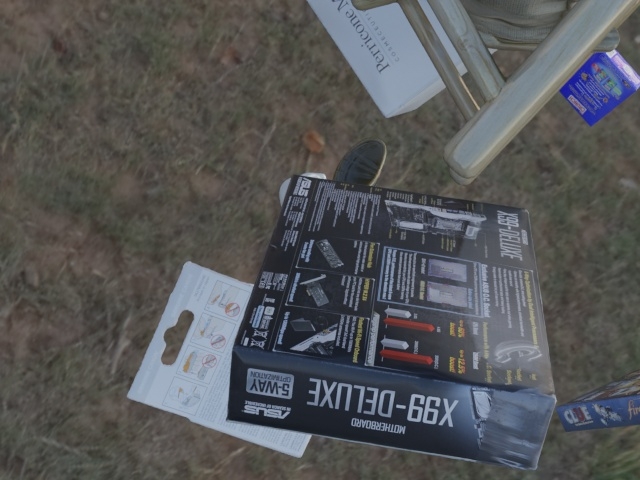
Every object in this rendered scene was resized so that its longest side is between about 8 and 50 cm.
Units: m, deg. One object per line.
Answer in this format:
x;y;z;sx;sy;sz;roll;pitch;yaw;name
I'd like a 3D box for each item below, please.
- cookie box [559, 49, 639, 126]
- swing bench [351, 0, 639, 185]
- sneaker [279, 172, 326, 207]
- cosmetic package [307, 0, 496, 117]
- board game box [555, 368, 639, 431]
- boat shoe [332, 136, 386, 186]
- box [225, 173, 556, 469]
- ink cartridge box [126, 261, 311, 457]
0.456;-0.256;1.548;0.092;0.107;0.040;49;48;2;cookie box
0.146;-0.159;0.502;0.254;0.253;0.165;-30;87;8;swing bench
0.000;0.000;1.445;0.094;0.080;0.212;-24;114;-49;sneaker
0.068;-0.331;0.727;0.377;0.284;0.097;57;24;2;cosmetic package
0.463;0.213;1.320;0.165;0.243;0.042;-19;82;-21;board game box
0.040;-0.062;1.227;0.056;0.049;0.152;28;82;20;boat shoe
0.067;0.053;0.830;0.242;0.076;0.307;9;30;2;box
-0.089;0.136;1.108;0.224;0.056;0.181;22;98;-14;ink cartridge box
